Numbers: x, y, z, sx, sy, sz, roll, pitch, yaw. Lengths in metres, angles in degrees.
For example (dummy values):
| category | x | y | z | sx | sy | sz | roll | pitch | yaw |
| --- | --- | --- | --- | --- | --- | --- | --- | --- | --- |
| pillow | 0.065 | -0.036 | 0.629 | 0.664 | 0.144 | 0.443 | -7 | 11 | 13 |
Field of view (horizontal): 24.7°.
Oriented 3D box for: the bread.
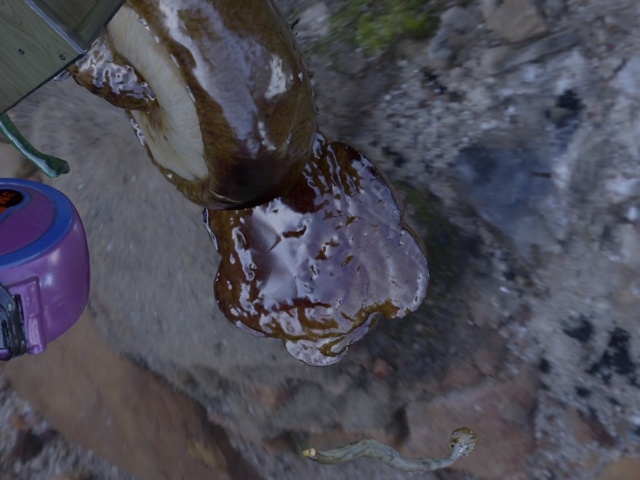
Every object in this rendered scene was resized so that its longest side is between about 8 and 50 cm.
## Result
| category | x | y | z | sx | sy | sz | roll | pitch | yaw |
| --- | --- | --- | --- | --- | --- | --- | --- | --- | --- |
| bread | -0.013 | 0.001 | 1.525 | 0.232 | 0.135 | 0.247 | -35 | 84 | 16 |

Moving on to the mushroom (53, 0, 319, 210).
| category | x | y | z | sx | sy | sz | roll | pitch | yaw |
| --- | --- | --- | --- | --- | --- | --- | --- | --- | --- |
| mushroom | -0.117 | -0.159 | 1.338 | 0.278 | 0.297 | 0.163 | 39 | 67 | 9 |

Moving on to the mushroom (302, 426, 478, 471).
| category | x | y | z | sx | sy | sz | roll | pitch | yaw |
| --- | --- | --- | --- | --- | --- | --- | --- | --- | --- |
| mushroom | 0.053 | 0.147 | 1.000 | 0.026 | 0.286 | 0.028 | -13 | 80 | 25 |

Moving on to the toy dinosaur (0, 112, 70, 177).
| category | x | y | z | sx | sy | sz | roll | pitch | yaw |
| --- | --- | --- | --- | --- | --- | --- | --- | --- | --- |
| toy dinosaur | -0.464 | -0.231 | 1.523 | 0.447 | 0.301 | 0.087 | 20 | 132 | -23 |

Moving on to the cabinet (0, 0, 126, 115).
| category | x | y | z | sx | sy | sz | roll | pitch | yaw |
| --- | --- | --- | --- | --- | --- | --- | --- | --- | --- |
| cabinet | -0.217 | -0.179 | 0.919 | 0.148 | 0.215 | 0.175 | 44 | 50 | -19 |

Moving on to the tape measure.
| category | x | y | z | sx | sy | sz | roll | pitch | yaw |
| --- | --- | --- | --- | --- | --- | --- | --- | --- | --- |
| tape measure | -0.194 | 0.016 | 0.826 | 0.125 | 0.118 | 0.074 | 13 | 125 | 17 |
